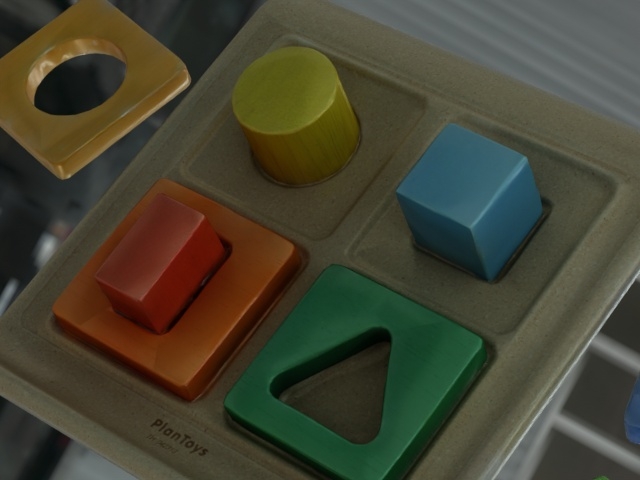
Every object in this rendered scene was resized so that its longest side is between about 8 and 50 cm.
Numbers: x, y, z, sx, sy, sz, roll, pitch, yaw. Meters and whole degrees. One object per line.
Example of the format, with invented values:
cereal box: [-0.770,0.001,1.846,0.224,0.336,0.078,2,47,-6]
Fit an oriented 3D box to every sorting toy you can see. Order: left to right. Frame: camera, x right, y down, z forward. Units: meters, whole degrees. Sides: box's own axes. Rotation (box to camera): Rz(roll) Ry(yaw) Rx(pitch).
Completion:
sorting toy: [0.000,0.000,0.645,0.196,0.348,0.047,-50,146,-22]
